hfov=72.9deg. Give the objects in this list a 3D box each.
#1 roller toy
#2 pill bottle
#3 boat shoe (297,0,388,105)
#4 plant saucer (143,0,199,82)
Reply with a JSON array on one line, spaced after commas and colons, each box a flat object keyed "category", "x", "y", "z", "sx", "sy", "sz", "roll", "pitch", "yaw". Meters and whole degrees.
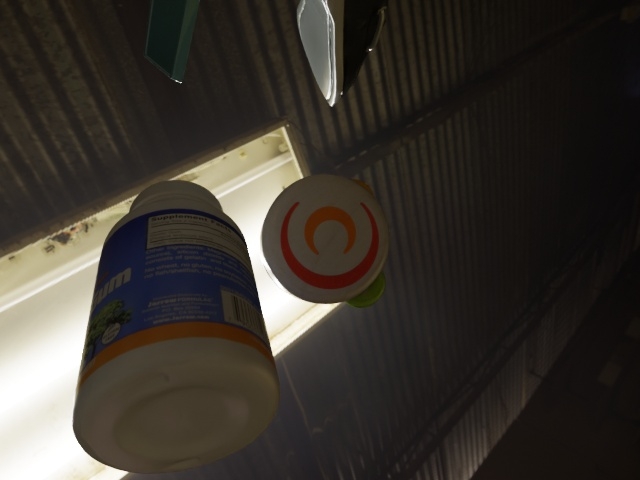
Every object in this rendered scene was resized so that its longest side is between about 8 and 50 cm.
[{"category": "roller toy", "x": 0.000, "y": 0.000, "z": 0.683, "sx": 0.190, "sy": 0.146, "sz": 0.210, "roll": 1, "pitch": -96, "yaw": -10}, {"category": "pill bottle", "x": -0.137, "y": 0.055, "z": 0.421, "sx": 0.152, "sy": 0.272, "sz": 0.153, "roll": -10, "pitch": -51, "yaw": -13}, {"category": "boat shoe", "x": 0.029, "y": -0.243, "z": 0.454, "sx": 0.091, "sy": 0.302, "sz": 0.115, "roll": -27, "pitch": -95, "yaw": -3}, {"category": "plant saucer", "x": -0.180, "y": -0.291, "z": 0.529, "sx": 0.018, "sy": 0.067, "sz": 0.192, "roll": -42, "pitch": -11, "yaw": -45}]
